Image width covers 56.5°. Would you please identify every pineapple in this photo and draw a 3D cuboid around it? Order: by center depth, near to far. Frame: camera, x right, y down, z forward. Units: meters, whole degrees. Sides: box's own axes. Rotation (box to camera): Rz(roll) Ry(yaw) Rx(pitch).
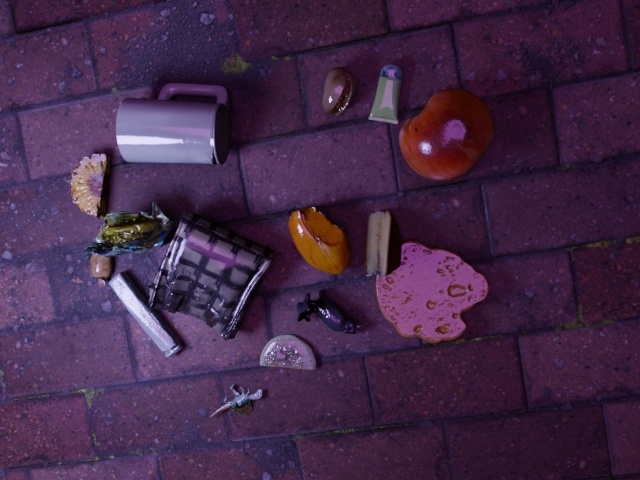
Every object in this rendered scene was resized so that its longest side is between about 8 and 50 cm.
[{"bbox_3d":[-0.787,-0.186,2.010,0.135,0.079,0.233,5,89,-2],"label":"pineapple"}]

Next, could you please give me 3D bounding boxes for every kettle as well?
[{"bbox_3d":[-0.457,-0.363,1.914,0.317,0.265,0.205,3,126,7],"label":"kettle"}]

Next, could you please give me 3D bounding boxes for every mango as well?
[{"bbox_3d":[0.000,0.000,1.901,0.153,0.126,0.252,-35,96,-3],"label":"mango"}]

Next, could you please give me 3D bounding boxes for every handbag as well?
[{"bbox_3d":[-0.359,0.114,1.919,0.325,0.162,0.327,25,100,-9],"label":"handbag"}]

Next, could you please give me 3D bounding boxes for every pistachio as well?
[{"bbox_3d":[0.055,-0.469,1.870,0.113,0.113,0.149,28,104,4],"label":"pistachio"}]

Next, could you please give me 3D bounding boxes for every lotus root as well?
[{"bbox_3d":[-0.748,0.084,2.031,0.072,0.063,0.152,-2,90,-2],"label":"lotus root"}]

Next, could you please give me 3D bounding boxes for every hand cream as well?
[{"bbox_3d":[0.213,-0.462,1.879,0.095,0.046,0.175,10,102,5],"label":"hand cream"}]

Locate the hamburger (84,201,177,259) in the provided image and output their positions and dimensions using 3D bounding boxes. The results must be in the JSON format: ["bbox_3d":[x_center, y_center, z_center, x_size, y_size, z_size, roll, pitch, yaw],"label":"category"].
[{"bbox_3d":[-0.605,-0.032,1.904,0.260,0.276,0.151,-11,95,15],"label":"hamburger"}]

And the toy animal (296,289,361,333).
[{"bbox_3d":[0.032,0.236,1.949,0.209,0.121,0.117,23,52,-11],"label":"toy animal"}]

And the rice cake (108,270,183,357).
[{"bbox_3d":[-0.592,0.253,2.023,0.066,0.063,0.336,-38,89,11],"label":"rice cake"}]

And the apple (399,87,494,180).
[{"bbox_3d":[0.388,-0.328,1.808,0.251,0.163,0.293,40,96,1],"label":"apple"}]

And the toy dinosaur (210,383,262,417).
[{"bbox_3d":[-0.279,0.557,2.022,0.106,0.044,0.187,33,97,-12],"label":"toy dinosaur"}]

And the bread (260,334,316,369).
[{"bbox_3d":[-0.107,0.370,1.986,0.192,0.036,0.112,3,94,6],"label":"bread"}]

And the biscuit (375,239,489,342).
[{"bbox_3d":[0.347,0.169,1.902,0.351,0.057,0.312,12,96,8],"label":"biscuit"}]

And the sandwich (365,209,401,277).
[{"bbox_3d":[0.195,0.024,1.860,0.094,0.096,0.258,-14,50,28],"label":"sandwich"}]
